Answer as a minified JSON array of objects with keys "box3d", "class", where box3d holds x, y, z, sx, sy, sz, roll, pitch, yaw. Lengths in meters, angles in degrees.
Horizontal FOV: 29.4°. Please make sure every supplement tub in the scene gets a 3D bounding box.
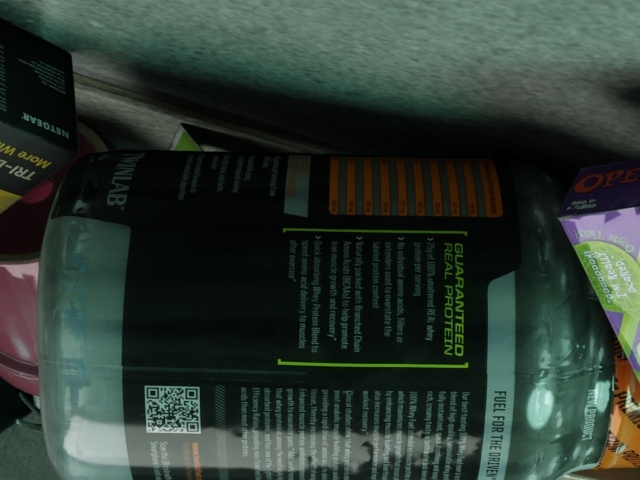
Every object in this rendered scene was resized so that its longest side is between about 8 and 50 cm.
[{"box3d":[0.018,0.050,0.724,0.338,0.207,0.207,2,170,1],"class":"supplement tub"}]

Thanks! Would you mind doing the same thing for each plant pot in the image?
[{"box3d":[-0.203,0.002,0.945,0.201,0.201,0.180,11,154,12],"class":"plant pot"}]

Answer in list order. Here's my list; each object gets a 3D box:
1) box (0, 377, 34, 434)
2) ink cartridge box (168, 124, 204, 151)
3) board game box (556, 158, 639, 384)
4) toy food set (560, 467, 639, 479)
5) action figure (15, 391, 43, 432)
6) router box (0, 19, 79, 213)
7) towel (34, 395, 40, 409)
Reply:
[{"box3d":[-0.558,0.161,1.273,0.396,0.211,0.293,-14,-174,14],"class":"box"},{"box3d":[0.000,0.000,0.937,0.255,0.097,0.189,49,167,-2],"class":"ink cartridge box"},{"box3d":[0.275,0.098,0.583,0.208,0.056,0.346,-11,122,35],"class":"board game box"},{"box3d":[0.243,0.120,0.841,0.306,0.219,0.092,6,130,33],"class":"toy food set"},{"box3d":[-0.186,0.203,1.343,0.276,0.140,0.164,-8,-158,-5],"class":"action figure"},{"box3d":[-0.330,-0.072,0.671,0.243,0.081,0.309,-31,144,31],"class":"router box"},{"box3d":[-0.251,0.125,1.515,0.235,0.121,0.283,16,129,23],"class":"towel"}]
